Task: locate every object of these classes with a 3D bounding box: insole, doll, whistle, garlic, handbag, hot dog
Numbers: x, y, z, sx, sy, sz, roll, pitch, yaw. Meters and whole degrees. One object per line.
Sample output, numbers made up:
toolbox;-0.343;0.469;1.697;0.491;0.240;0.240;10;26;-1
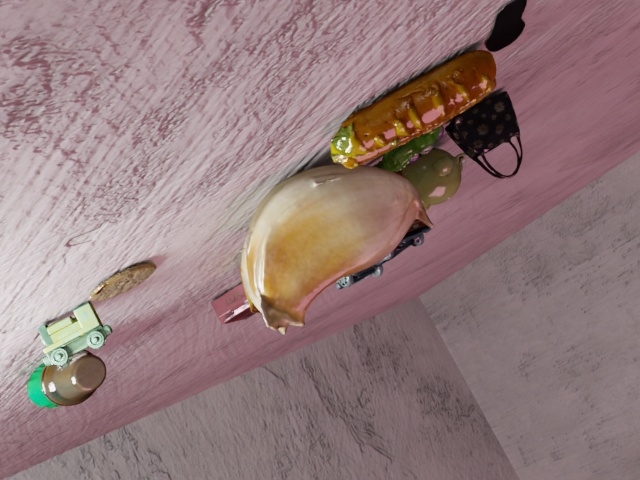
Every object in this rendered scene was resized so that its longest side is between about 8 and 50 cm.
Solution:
insole;0.259;-0.297;1.484;0.064;0.004;0.188;-29;170;0
doll;0.132;-0.143;1.794;0.115;0.050;0.190;-23;172;-46
whistle;0.148;-0.082;1.972;0.288;0.106;0.131;-32;172;16
garlic;0.000;0.000;1.708;0.313;0.249;0.286;-47;154;-4
handbag;0.294;-0.169;1.840;0.115;0.139;0.072;-27;178;-15
hot dog;0.132;-0.185;1.531;0.269;0.072;0.115;-30;178;4

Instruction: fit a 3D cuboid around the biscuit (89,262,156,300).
biscuit;-0.318;0.067;1.724;0.120;0.015;0.120;-28;170;-5

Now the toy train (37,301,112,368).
toy train;-0.405;0.157;1.751;0.122;0.081;0.050;-26;179;-5

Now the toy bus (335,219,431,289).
toy bus;0.108;0.006;2.264;0.121;0.120;0.265;-20;167;-38

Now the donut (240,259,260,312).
donut;-0.068;0.059;2.097;0.151;0.112;0.295;-33;168;37

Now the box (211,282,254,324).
box;-0.160;0.130;2.342;0.111;0.060;0.156;-31;173;14

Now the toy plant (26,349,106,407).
toy plant;-0.480;0.258;2.026;0.200;0.105;0.143;-14;-163;49
